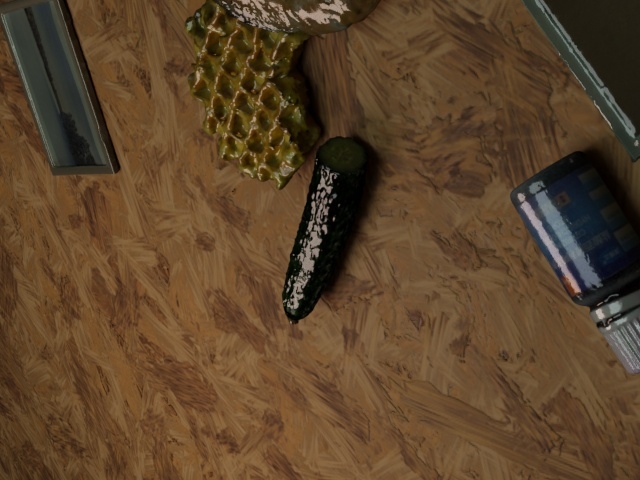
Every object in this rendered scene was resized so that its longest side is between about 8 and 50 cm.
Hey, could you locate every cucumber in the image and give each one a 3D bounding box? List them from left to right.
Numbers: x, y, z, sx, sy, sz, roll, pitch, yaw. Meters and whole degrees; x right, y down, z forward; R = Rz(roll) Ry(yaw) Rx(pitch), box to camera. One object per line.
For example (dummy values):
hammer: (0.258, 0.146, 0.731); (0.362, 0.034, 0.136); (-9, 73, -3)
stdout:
cucumber: (0.000, 0.000, 1.370); (0.067, 0.067, 0.294); (44, 142, 25)

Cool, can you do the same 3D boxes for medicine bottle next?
medicine bottle: (0.259, 0.021, 1.041); (0.203, 0.083, 0.083); (58, 144, 4)

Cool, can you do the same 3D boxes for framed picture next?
framed picture: (-0.415, -0.241, 1.781); (0.213, 0.016, 0.289); (4, 114, 51)
framed picture: (0.283, -0.226, 0.908); (0.231, 0.018, 0.293); (57, 144, 8)

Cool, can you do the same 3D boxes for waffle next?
waffle: (-0.077, -0.185, 1.357); (0.249, 0.056, 0.253); (-16, 97, 55)

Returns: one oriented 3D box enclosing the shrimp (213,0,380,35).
shrimp: (-0.103, -0.394, 1.173); (0.445, 0.085, 0.272); (46, 137, -2)
